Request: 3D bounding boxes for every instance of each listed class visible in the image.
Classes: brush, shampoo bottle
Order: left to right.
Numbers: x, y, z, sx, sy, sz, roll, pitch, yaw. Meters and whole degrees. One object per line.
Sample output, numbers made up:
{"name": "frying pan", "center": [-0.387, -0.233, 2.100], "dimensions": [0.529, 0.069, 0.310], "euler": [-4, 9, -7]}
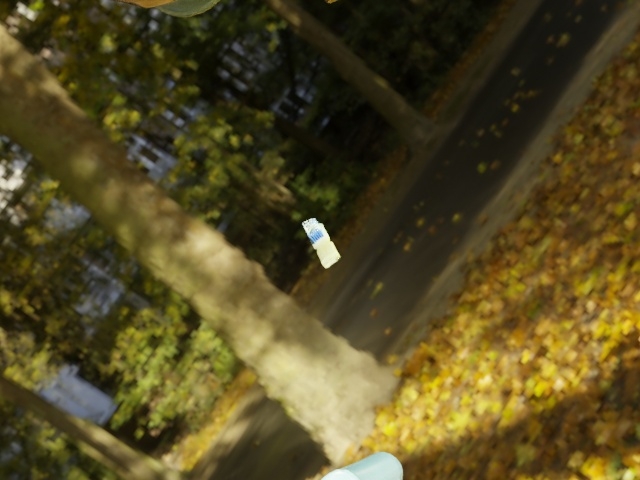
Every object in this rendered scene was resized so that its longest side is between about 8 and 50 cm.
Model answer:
{"name": "brush", "center": [0.000, 0.001, 1.745], "dimensions": [0.033, 0.030, 0.178], "euler": [-31, 21, 1]}
{"name": "shampoo bottle", "center": [0.026, 0.290, 1.139], "dimensions": [0.104, 0.061, 0.258], "euler": [-61, -17, 3]}

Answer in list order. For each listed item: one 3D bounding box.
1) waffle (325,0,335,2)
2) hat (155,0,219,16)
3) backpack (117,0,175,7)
{"name": "waffle", "center": [0.003, -0.524, 1.712], "dimensions": [0.098, 0.224, 0.327], "euler": [-34, 3, -9]}
{"name": "hat", "center": [-0.244, -0.463, 1.558], "dimensions": [0.130, 0.257, 0.257], "euler": [-14, -33, -55]}
{"name": "backpack", "center": [-0.187, -0.422, 1.339], "dimensions": [0.283, 0.317, 0.197], "euler": [71, -175, -53]}
